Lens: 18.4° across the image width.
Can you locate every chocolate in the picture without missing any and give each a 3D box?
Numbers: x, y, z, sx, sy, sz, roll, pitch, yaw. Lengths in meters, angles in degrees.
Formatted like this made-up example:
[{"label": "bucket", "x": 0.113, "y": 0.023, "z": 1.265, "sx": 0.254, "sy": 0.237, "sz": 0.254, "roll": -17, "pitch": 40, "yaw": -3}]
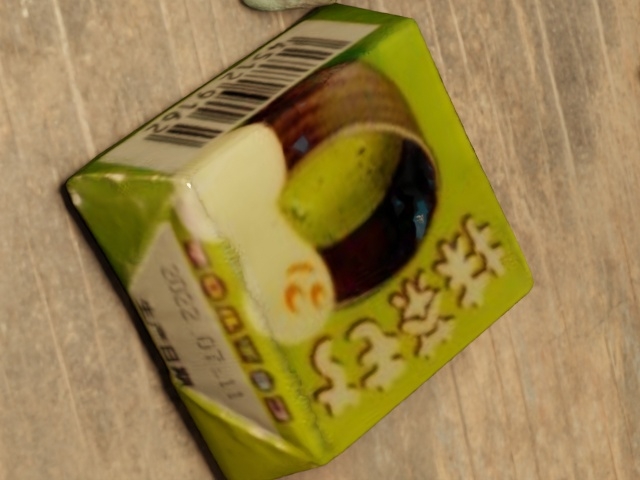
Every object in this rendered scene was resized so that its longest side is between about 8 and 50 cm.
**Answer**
[{"label": "chocolate", "x": 0.000, "y": 0.000, "z": 1.541, "sx": 0.301, "sy": 0.137, "sz": 0.289, "roll": -37, "pitch": 111, "yaw": -31}]

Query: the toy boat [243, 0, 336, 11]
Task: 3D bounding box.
[{"label": "toy boat", "x": 0.011, "y": -0.254, "z": 1.503, "sx": 0.155, "sy": 0.227, "sz": 0.085, "roll": 59, "pitch": 28, "yaw": -21}]
